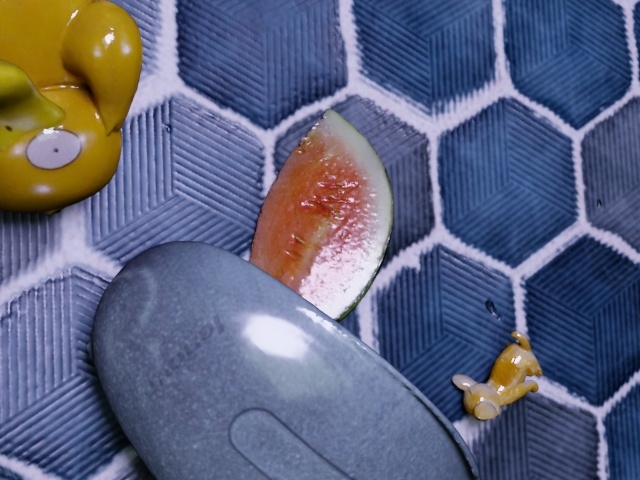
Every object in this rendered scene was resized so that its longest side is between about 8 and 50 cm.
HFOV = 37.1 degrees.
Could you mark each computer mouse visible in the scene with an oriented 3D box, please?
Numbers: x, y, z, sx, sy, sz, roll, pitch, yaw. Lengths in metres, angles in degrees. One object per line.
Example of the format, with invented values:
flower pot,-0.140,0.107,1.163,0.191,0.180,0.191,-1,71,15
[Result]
computer mouse,-0.025,0.157,0.762,0.374,0.114,0.203,40,95,-11

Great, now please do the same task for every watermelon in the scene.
watermelon,-0.001,-0.002,0.857,0.119,0.063,0.245,24,75,-4

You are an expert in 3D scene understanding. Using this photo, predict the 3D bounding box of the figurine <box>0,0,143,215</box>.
figurine,-0.230,-0.144,0.716,0.215,0.215,0.228,4,70,-22

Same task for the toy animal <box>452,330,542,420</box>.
toy animal,0.166,0.133,0.905,0.083,0.060,0.081,-20,131,-25
